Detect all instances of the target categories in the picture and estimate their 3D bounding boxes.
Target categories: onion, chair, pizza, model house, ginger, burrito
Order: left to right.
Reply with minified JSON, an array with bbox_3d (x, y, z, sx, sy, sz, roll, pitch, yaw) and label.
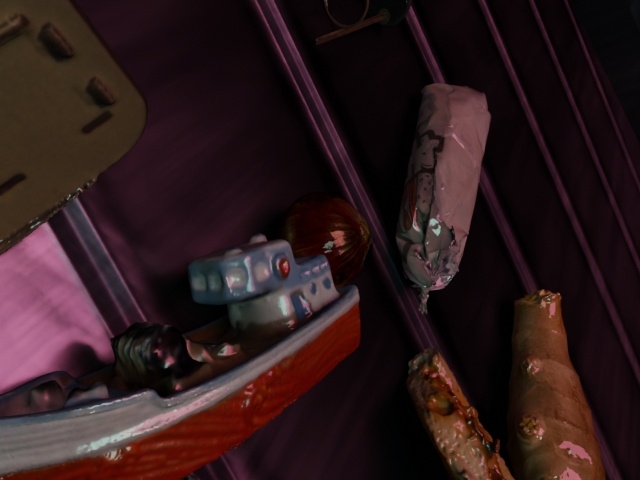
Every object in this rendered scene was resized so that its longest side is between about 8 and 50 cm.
[{"bbox_3d":[-0.289,-0.155,0.351,0.204,0.218,0.279,-38,68,-7],"label":"model house"},{"bbox_3d":[0.000,0.000,0.592,0.119,0.118,0.117,55,15,-17],"label":"onion"},{"bbox_3d":[0.066,-0.367,0.793,0.221,0.095,0.104,-33,111,-47],"label":"chair"},{"bbox_3d":[0.187,-0.092,0.815,0.139,0.101,0.446,44,49,-31],"label":"burrito"},{"bbox_3d":[0.196,0.287,0.618,0.182,0.073,0.366,55,9,-52],"label":"pizza"},{"bbox_3d":[0.396,0.272,0.859,0.236,0.166,0.376,39,57,-18],"label":"ginger"}]

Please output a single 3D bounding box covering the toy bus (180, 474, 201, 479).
[{"bbox_3d":[-0.054,0.233,0.385,0.081,0.195,0.089,35,57,-33],"label":"toy bus"}]

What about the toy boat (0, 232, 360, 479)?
[{"bbox_3d":[-0.104,0.084,0.420,0.331,0.145,0.133,-23,102,-49],"label":"toy boat"}]
